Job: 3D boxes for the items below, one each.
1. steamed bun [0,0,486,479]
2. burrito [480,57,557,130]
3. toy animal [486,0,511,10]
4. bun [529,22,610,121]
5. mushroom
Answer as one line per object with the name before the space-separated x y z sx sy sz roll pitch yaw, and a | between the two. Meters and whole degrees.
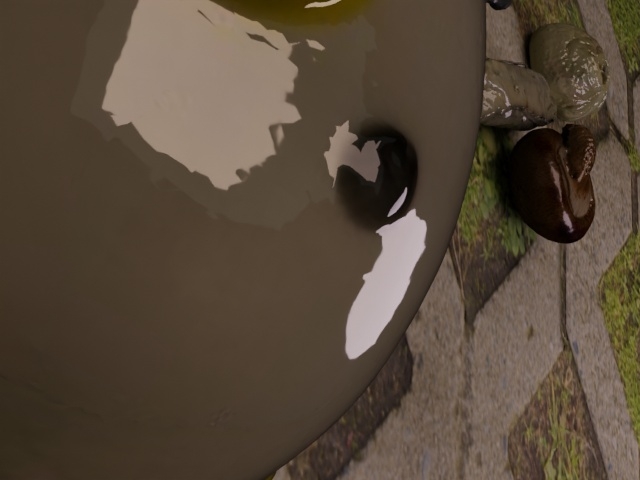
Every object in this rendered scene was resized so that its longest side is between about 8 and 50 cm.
steamed bun | -0.090 -0.069 0.486 0.334 0.334 0.374 48 47 -39
burrito | 0.180 -0.137 1.194 0.229 0.058 0.063 -5 78 -58
toy animal | 0.106 -0.299 1.106 0.137 0.082 0.269 1 79 -59
bun | 0.277 -0.190 1.359 0.115 0.069 0.115 30 53 -50
mushroom | 0.235 -0.054 1.223 0.127 0.087 0.127 31 50 -47
